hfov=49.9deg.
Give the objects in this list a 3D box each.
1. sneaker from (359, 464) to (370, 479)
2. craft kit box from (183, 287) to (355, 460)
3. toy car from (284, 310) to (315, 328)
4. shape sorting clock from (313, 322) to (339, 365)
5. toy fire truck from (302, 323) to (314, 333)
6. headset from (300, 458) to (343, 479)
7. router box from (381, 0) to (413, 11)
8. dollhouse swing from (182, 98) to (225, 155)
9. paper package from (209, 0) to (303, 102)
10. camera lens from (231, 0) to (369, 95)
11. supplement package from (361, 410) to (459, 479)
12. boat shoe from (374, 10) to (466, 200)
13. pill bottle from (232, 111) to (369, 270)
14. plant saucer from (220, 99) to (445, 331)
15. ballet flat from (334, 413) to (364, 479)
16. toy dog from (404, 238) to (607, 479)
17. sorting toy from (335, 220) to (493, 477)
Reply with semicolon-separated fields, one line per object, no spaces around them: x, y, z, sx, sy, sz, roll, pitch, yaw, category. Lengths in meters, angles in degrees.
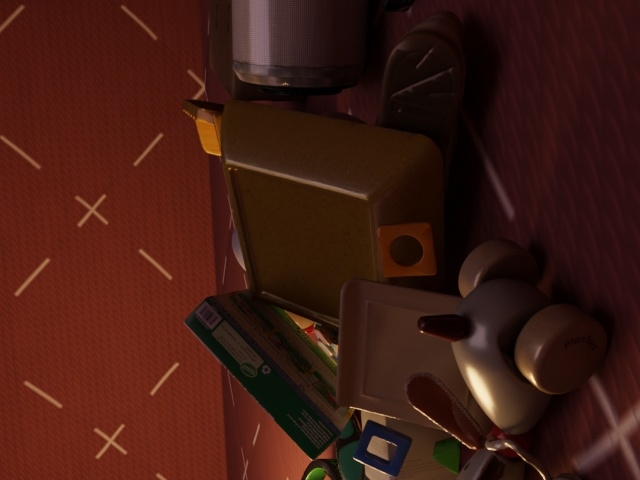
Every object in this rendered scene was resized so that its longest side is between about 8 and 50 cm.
0.115;0.424;1.065;0.227;0.087;0.130;-107;19;-44;sneaker
-0.055;0.175;0.994;0.250;0.061;0.246;46;-170;9;craft kit box
-0.040;0.116;1.305;0.149;0.188;0.155;-126;35;-59;toy car
0.060;0.208;1.109;0.206;0.040;0.206;45;160;22;shape sorting clock
-0.060;0.155;1.627;0.192;0.047;0.135;153;110;-73;toy fire truck
0.023;0.650;1.411;0.243;0.185;0.394;-163;84;-68;headset
0.113;-0.382;0.928;0.122;0.038;0.092;134;128;-68;router box
-0.142;-0.116;1.463;0.347;0.315;0.305;-138;56;-65;dollhouse swing
-0.139;-0.498;1.509;0.309;0.168;0.325;-123;33;-55;paper package
-0.031;-0.377;1.093;0.219;0.219;0.274;-132;41;-64;camera lens
0.121;0.248;0.957;0.105;0.105;0.179;-174;80;-74;supplement package
0.122;-0.120;0.884;0.110;0.121;0.341;-59;-12;-46;boat shoe
-0.020;-0.056;1.096;0.283;0.161;0.161;-44;49;41;pill bottle
0.000;0.000;0.920;0.332;0.081;0.333;17;133;32;plant saucer
0.059;0.388;1.297;0.070;0.070;0.188;105;156;-48;ballet flat
0.162;0.169;0.705;0.220;0.161;0.334;-160;67;-72;toy dog
0.121;0.137;0.838;0.047;0.196;0.348;-49;-36;-64;sorting toy
